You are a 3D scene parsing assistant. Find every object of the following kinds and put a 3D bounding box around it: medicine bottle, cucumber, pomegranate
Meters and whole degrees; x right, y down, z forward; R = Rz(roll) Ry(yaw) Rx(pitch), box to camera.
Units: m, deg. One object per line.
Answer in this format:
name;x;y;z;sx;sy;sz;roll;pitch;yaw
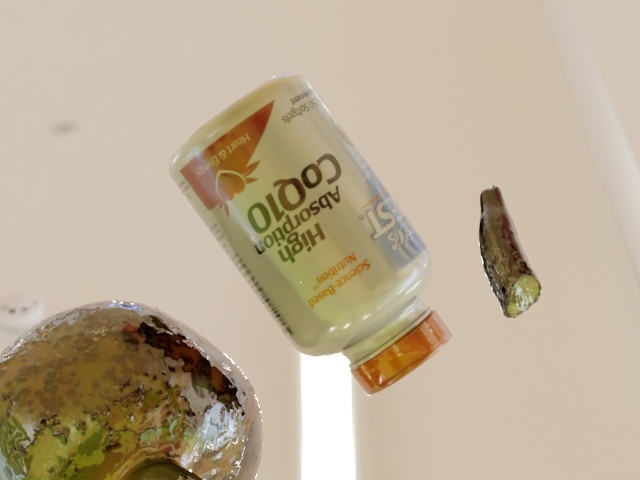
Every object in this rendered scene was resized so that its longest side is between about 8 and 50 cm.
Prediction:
medicine bottle;0.000;0.000;1.308;0.157;0.157;0.288;-36;-90;-41
cucumber;0.133;0.008;1.042;0.034;0.033;0.135;-15;-145;0
pomegranate;-0.168;0.202;1.255;0.285;0.285;0.341;-17;-159;-22
